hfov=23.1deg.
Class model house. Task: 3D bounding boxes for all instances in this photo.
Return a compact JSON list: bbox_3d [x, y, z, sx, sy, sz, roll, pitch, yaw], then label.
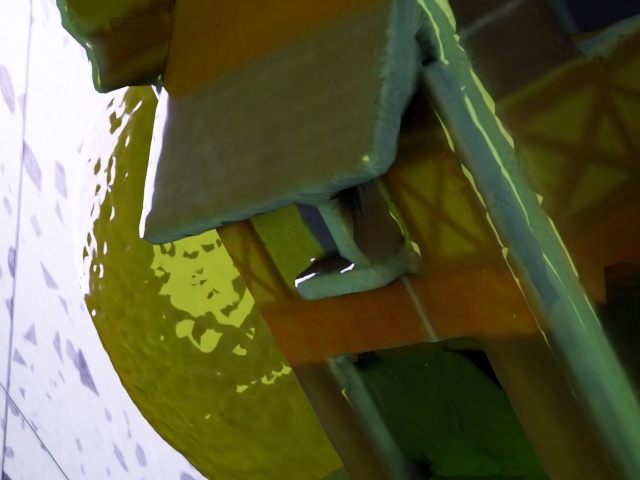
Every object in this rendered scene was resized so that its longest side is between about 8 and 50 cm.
[{"bbox_3d":[0.110,-0.119,0.442,0.242,0.357,0.313,-10,107,60],"label":"model house"}]

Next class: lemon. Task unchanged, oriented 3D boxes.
[{"bbox_3d":[0.001,-0.001,0.778,0.267,0.267,0.267,31,131,45],"label":"lemon"}]
